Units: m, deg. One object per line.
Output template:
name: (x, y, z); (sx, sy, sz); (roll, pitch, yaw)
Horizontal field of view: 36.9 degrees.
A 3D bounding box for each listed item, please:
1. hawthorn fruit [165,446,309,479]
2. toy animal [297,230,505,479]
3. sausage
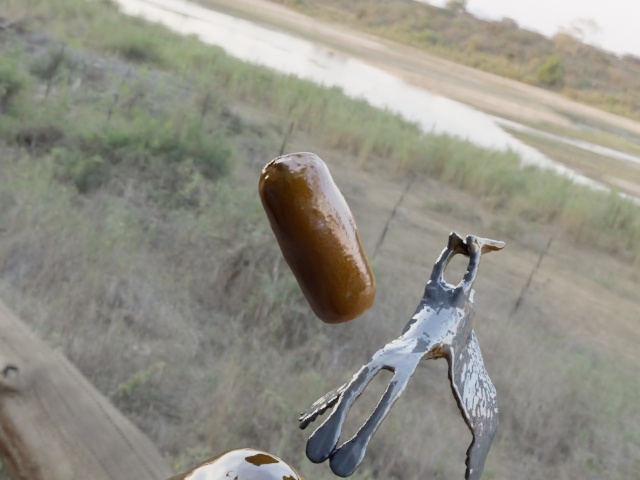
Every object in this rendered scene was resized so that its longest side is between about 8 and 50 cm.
hawthorn fruit: (-0.077, 0.317, 0.858); (0.208, 0.208, 0.248); (14, 30, -10)
toy animal: (0.096, 0.111, 1.036); (0.225, 0.302, 0.284); (22, -9, 20)
sausage: (0.000, 0.000, 1.163); (0.098, 0.238, 0.098); (-18, 28, 10)
